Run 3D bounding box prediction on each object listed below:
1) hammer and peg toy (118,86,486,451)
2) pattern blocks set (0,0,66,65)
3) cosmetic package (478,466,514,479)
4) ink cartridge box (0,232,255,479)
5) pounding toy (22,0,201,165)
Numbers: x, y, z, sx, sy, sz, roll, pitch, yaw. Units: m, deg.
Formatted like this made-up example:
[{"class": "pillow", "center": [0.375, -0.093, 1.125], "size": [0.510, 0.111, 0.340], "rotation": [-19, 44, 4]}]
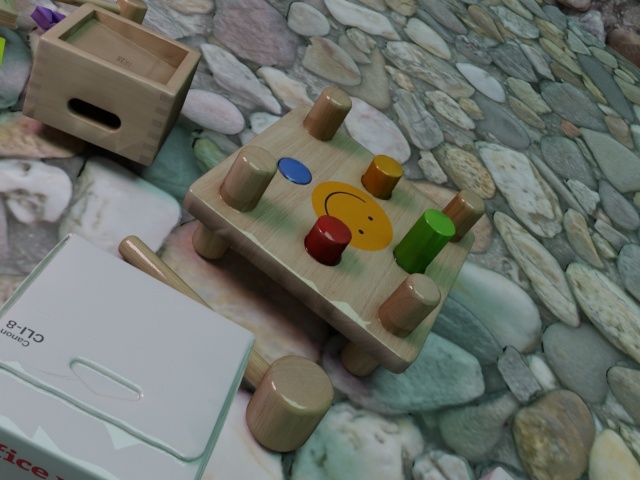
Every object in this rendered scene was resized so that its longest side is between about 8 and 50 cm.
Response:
[{"class": "hammer and peg toy", "center": [0.000, 0.000, 0.677], "size": [0.266, 0.127, 0.361], "rotation": [39, 38, 3]}, {"class": "pattern blocks set", "center": [-0.372, -0.277, 0.665], "size": [0.325, 0.026, 0.285], "rotation": [18, 44, -62]}, {"class": "cosmetic package", "center": [0.110, 0.284, 0.502], "size": [0.117, 0.085, 0.231], "rotation": [42, 39, 7]}, {"class": "ink cartridge box", "center": [-0.140, 0.114, 0.411], "size": [0.128, 0.176, 0.127], "rotation": [30, 38, -8]}, {"class": "pounding toy", "center": [-0.225, -0.184, 0.735], "size": [0.181, 0.094, 0.206], "rotation": [22, 31, -10]}]
